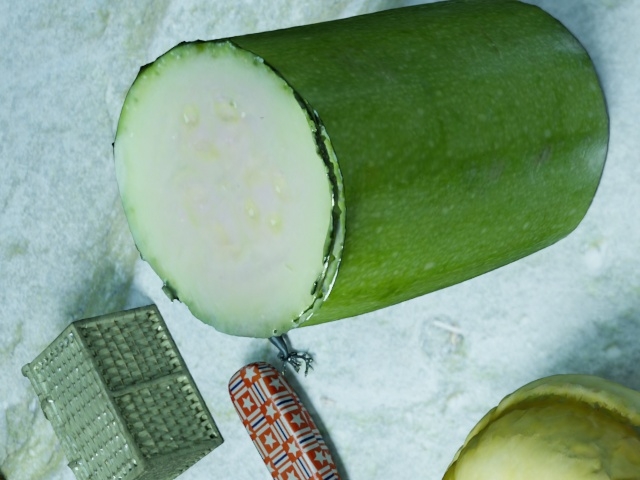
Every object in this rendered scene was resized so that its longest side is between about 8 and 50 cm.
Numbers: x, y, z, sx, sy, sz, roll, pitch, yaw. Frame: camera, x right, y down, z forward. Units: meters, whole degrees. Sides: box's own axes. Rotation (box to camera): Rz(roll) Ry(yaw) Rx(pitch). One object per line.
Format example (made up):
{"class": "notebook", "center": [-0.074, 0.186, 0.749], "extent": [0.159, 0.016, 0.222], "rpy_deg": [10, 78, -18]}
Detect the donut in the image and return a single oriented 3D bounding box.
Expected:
{"class": "donut", "center": [0.250, 0.338, 1.439], "extent": [0.449, 0.198, 0.449], "rpy_deg": [14, 108, 50]}

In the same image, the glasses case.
{"class": "glasses case", "center": [-0.032, 0.220, 1.794], "extent": [0.073, 0.049, 0.194], "rpy_deg": [-42, 70, 38]}

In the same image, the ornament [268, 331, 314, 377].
{"class": "ornament", "center": [-0.041, 0.093, 1.790], "extent": [0.073, 0.028, 0.125], "rpy_deg": [-45, 67, 40]}

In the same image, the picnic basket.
{"class": "picnic basket", "center": [-0.242, 0.201, 1.930], "extent": [0.154, 0.134, 0.196], "rpy_deg": [-41, 72, 41]}

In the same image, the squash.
{"class": "squash", "center": [0.041, -0.070, 1.434], "extent": [0.263, 0.384, 0.263], "rpy_deg": [13, 110, 41]}

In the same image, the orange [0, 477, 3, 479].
{"class": "orange", "center": [-0.458, 0.349, 2.205], "extent": [0.085, 0.085, 0.085], "rpy_deg": [11, 107, 41]}
